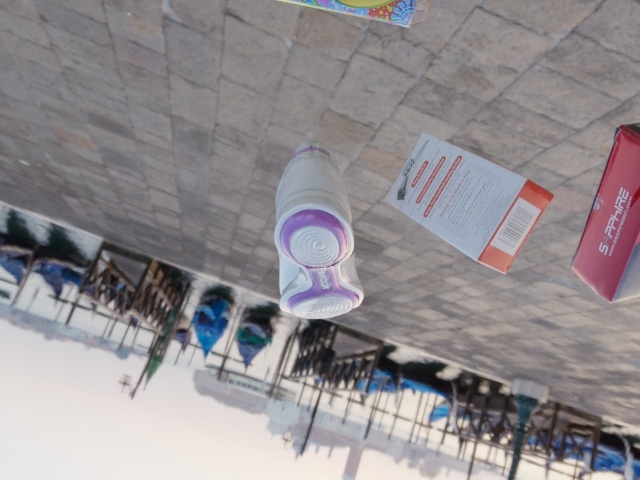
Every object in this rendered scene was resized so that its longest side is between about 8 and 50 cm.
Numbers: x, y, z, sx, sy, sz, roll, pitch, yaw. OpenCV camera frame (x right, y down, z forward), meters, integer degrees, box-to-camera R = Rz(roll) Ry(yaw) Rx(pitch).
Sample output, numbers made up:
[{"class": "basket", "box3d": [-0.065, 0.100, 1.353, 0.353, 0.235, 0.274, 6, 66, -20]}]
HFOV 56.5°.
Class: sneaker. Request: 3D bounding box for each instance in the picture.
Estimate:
[{"class": "sneaker", "box3d": [0.000, 0.000, 0.778, 0.114, 0.152, 0.305, -1, 147, -2]}]

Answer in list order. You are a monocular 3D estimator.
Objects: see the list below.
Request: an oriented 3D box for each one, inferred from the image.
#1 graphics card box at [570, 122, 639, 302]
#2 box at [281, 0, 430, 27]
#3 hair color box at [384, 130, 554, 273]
[{"class": "graphics card box", "box3d": [0.546, -0.059, 0.802, 0.370, 0.094, 0.233, -11, 128, -14]}, {"class": "box", "box3d": [-0.031, -0.339, 0.464, 0.289, 0.280, 0.177, 15, -157, 8]}, {"class": "hair color box", "box3d": [0.151, -0.045, 0.636, 0.053, 0.093, 0.167, 22, -167, -37]}]
